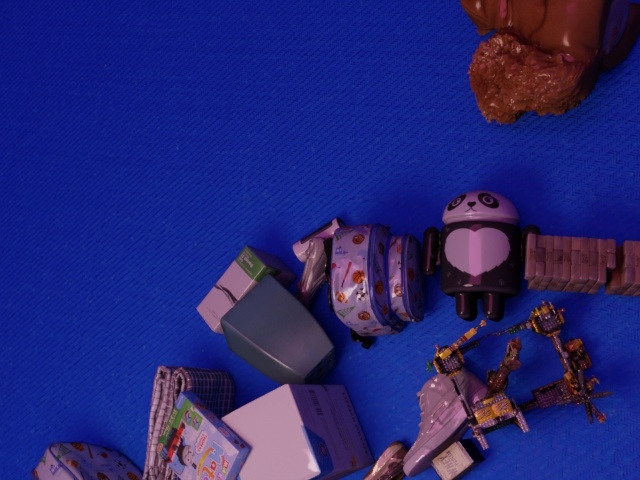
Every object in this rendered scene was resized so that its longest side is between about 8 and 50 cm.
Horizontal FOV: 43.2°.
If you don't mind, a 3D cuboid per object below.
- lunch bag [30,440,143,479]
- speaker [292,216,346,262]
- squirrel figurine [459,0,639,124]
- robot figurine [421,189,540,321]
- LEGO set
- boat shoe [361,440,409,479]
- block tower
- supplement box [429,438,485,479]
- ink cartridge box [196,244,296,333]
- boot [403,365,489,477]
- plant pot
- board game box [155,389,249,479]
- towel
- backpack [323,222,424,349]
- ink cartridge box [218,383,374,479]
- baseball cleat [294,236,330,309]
[{"bbox_3d":[-0.553,0.610,1.994,0.243,0.303,0.115,36,93,28],"label":"lunch bag"},{"bbox_3d":[0.000,0.000,1.974,0.136,0.055,0.055,-31,67,19],"label":"speaker"},{"bbox_3d":[0.438,-0.452,1.726,0.370,0.281,0.397,24,89,35],"label":"squirrel figurine"},{"bbox_3d":[0.341,0.031,1.723,0.173,0.209,0.278,156,119,-69],"label":"robot figurine"},{"bbox_3d":[0.384,0.265,1.591,0.331,0.192,0.255,-15,83,4],"label":"LEGO set"},{"bbox_3d":[0.130,0.549,1.782,0.073,0.080,0.224,35,92,32],"label":"boat shoe"},{"bbox_3d":[0.569,0.054,1.587,0.335,0.097,0.091,5,69,6],"label":"block tower"},{"bbox_3d":[0.290,0.468,1.713,0.083,0.083,0.056,-43,63,15],"label":"supplement box"},{"bbox_3d":[-0.182,0.129,1.986,0.087,0.153,0.208,44,100,29],"label":"ink cartridge box"},{"bbox_3d":[0.248,0.383,1.754,0.258,0.095,0.123,-45,57,-1],"label":"boot"},{"bbox_3d":[-0.086,0.235,1.887,0.234,0.166,0.165,37,66,22],"label":"plant pot"},{"bbox_3d":[-0.257,0.449,1.735,0.211,0.039,0.160,35,107,35],"label":"board game box"},{"bbox_3d":[-0.311,0.447,1.944,0.121,0.235,0.284,3,81,22],"label":"towel"},{"bbox_3d":[0.116,0.084,1.779,0.213,0.263,0.277,-12,73,24],"label":"backpack"},{"bbox_3d":[-0.047,0.445,1.786,0.197,0.270,0.198,-31,67,20],"label":"ink cartridge box"},{"bbox_3d":[0.001,0.091,1.946,0.072,0.109,0.206,-114,34,-59],"label":"baseball cleat"}]
